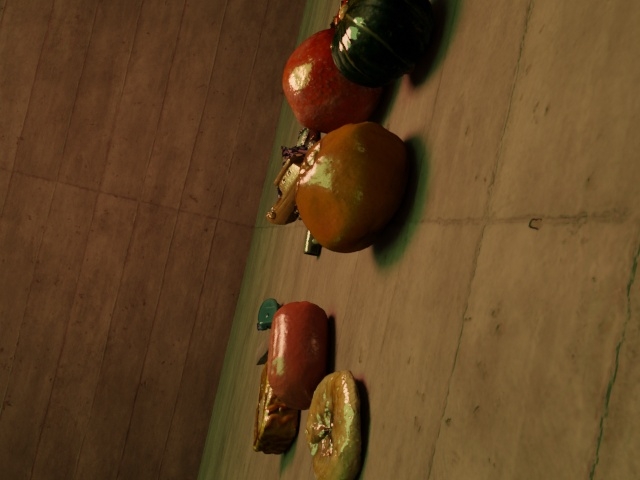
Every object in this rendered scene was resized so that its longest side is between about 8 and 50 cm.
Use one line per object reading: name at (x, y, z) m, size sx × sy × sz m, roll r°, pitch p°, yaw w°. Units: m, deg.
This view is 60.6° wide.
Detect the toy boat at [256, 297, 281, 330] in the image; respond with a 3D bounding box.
toy boat at (-0.170, 0.268, 1.886) m, size 0.175 × 0.091 × 0.110 m, roll -91°, pitch -9°, yaw -59°

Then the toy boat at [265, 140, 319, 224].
toy boat at (-0.070, -0.167, 1.598) m, size 0.089 × 0.121 × 0.321 m, roll -24°, pitch -21°, yaw -52°

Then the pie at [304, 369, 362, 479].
pie at (0.030, 0.322, 0.968) m, size 0.218 × 0.052 × 0.185 m, roll -118°, pitch 48°, yaw -69°

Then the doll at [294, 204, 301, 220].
doll at (-0.016, -0.099, 1.519) m, size 0.219 × 0.090 × 0.067 m, roll 141°, pitch 139°, yaw -68°

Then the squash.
squash at (0.114, -0.393, 1.035) m, size 0.218 × 0.172 × 0.218 m, roll -169°, pitch 90°, yaw -76°

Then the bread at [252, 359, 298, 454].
bread at (-0.112, 0.422, 1.406) m, size 0.182 × 0.095 × 0.223 m, roll 114°, pitch 163°, yaw -51°

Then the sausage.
sausage at (-0.047, 0.241, 1.210) m, size 0.255 × 0.148 × 0.148 m, roll -85°, pitch 15°, yaw -44°

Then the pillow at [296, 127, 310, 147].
pillow at (-0.061, -0.371, 2.094) m, size 0.091 × 0.055 × 0.136 m, roll 26°, pitch 106°, yaw 59°

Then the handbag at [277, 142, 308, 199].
handbag at (-0.068, -0.184, 1.750) m, size 0.229 × 0.126 × 0.208 m, roll -127°, pitch 39°, yaw -55°

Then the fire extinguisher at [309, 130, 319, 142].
fire extinguisher at (-0.023, -0.375, 1.956) m, size 0.132 × 0.039 × 0.056 m, roll -92°, pitch -13°, yaw -48°

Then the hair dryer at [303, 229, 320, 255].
hair dryer at (0.000, 0.000, 1.489) m, size 0.150 × 0.047 × 0.071 m, roll -14°, pitch 65°, yaw 65°

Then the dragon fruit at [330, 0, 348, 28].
dragon fruit at (0.097, -0.533, 1.348) m, size 0.135 × 0.137 × 0.236 m, roll -47°, pitch 11°, yaw 11°

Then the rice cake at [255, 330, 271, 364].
rice cake at (-0.145, 0.325, 1.735) m, size 0.365 × 0.056 × 0.073 m, roll 122°, pitch 152°, yaw -56°

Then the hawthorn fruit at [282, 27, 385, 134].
hawthorn fruit at (0.034, -0.358, 1.239) m, size 0.263 × 0.231 × 0.235 m, roll 165°, pitch 91°, yaw -77°

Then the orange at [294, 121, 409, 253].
orange at (0.049, -0.097, 1.006) m, size 0.249 × 0.183 × 0.249 m, roll -166°, pitch 90°, yaw -80°
